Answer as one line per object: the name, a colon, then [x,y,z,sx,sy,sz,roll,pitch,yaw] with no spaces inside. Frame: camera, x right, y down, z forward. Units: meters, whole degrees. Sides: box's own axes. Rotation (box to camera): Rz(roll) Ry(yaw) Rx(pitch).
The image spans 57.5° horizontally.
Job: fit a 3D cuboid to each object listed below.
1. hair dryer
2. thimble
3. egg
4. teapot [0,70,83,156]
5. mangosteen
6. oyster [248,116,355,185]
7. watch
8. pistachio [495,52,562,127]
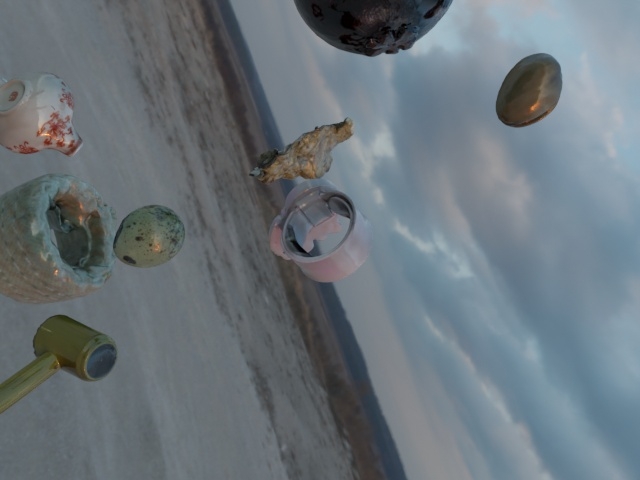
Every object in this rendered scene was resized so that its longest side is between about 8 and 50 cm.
hair dryer: [-0.491,0.242,0.992,0.278,0.135,0.090,-42,140,-45]
thimble: [-0.627,-0.005,1.364,0.291,0.195,0.292,-15,90,-72]
egg: [-0.242,-0.004,0.817,0.085,0.110,0.085,50,29,-42]
teapot: [-0.531,-0.240,1.061,0.245,0.159,0.116,46,11,32]
mangosteen: [0.084,-0.496,1.004,0.307,0.306,0.347,79,-3,-83]
oyster: [-0.023,-0.144,0.986,0.081,0.191,0.163,56,29,6]
watch: [0.000,0.000,1.407,0.196,0.244,0.231,46,11,-50]
pistachio: [0.398,-0.283,1.110,0.113,0.149,0.113,45,7,-7]
